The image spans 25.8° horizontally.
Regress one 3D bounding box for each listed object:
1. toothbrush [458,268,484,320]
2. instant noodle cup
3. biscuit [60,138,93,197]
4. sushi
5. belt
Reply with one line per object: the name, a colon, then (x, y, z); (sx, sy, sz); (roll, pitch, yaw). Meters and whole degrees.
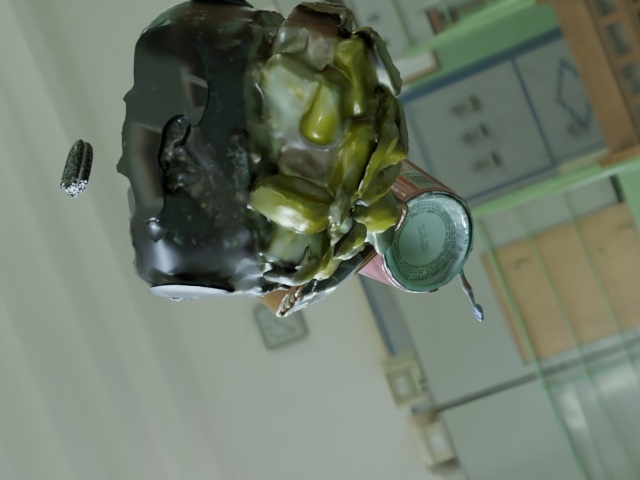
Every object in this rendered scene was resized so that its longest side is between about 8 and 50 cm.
toothbrush: (0.232, 0.071, 2.213); (0.193, 0.013, 0.019); (-107, 10, -60)
instant noodle cup: (0.101, -0.032, 2.151); (0.255, 0.244, 0.244); (33, 159, 56)
biscuit: (-0.305, -0.084, 1.740); (0.027, 0.089, 0.087); (15, -142, -18)
sushi: (-0.040, -0.093, 1.496); (0.329, 0.285, 0.328); (50, -141, -73)
belt: (0.000, 0.000, 1.818); (0.105, 0.184, 0.261); (44, -131, 13)
